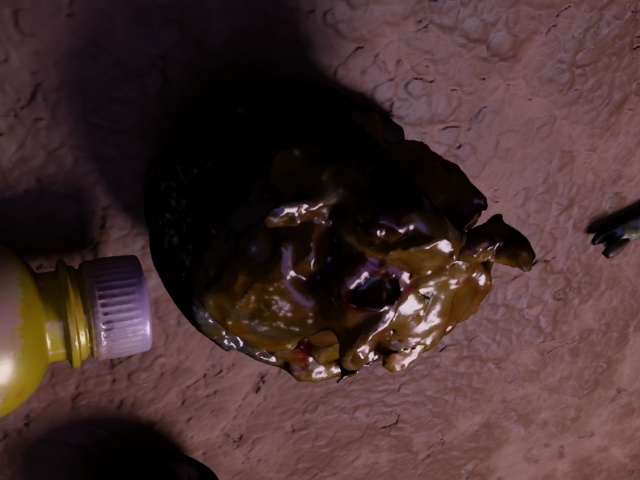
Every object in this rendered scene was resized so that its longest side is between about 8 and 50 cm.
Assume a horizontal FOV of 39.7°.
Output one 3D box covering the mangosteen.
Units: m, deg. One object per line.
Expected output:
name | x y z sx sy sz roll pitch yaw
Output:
mangosteen | -0.140 0.251 0.738 0.137 0.151 0.137 -4 140 -3

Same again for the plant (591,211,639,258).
plant | 0.366 -0.145 0.715 0.251 0.180 0.333 -15 163 -21

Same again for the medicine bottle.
medicine bottle | -0.220 0.056 0.570 0.213 0.122 0.121 -9 129 -19

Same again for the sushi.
sushi | 0.007 -0.001 0.572 0.200 0.204 0.213 -1 131 -29
